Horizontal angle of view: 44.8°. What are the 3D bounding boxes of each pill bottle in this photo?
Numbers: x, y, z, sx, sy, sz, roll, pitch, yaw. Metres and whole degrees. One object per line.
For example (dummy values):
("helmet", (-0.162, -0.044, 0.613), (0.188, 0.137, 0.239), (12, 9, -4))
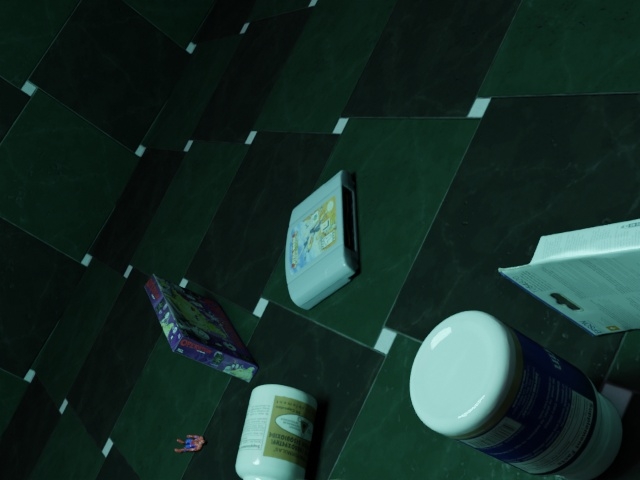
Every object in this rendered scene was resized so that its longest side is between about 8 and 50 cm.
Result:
("pill bottle", (0.251, 0.205, 0.971), (0.153, 0.264, 0.153), (-35, 39, 34))
("pill bottle", (-0.087, 0.398, 1.449), (0.131, 0.131, 0.229), (-23, 46, 46))

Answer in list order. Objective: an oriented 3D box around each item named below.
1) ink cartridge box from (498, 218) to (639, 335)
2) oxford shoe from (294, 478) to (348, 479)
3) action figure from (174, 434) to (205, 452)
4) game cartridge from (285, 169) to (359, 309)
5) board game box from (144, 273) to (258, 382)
("ink cartridge box", (0.375, 0.051, 0.956), (0.224, 0.223, 0.045), (-14, 53, 50))
("oxford shoe", (0.040, 0.549, 1.126), (0.140, 0.146, 0.397), (147, 122, -64))
("action figure", (-0.303, 0.475, 1.815), (0.115, 0.030, 0.038), (-22, 42, 44))
("game cartridge", (0.000, 0.000, 1.741), (0.198, 0.062, 0.297), (-34, 39, 31))
("board game box", (-0.291, 0.201, 1.851), (0.056, 0.208, 0.347), (-54, 31, 4))
